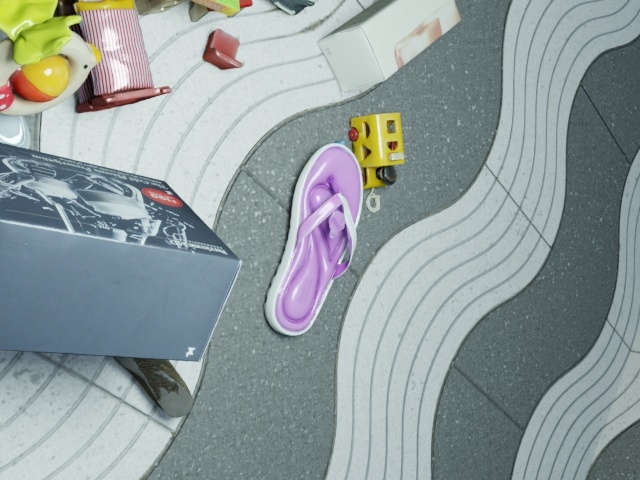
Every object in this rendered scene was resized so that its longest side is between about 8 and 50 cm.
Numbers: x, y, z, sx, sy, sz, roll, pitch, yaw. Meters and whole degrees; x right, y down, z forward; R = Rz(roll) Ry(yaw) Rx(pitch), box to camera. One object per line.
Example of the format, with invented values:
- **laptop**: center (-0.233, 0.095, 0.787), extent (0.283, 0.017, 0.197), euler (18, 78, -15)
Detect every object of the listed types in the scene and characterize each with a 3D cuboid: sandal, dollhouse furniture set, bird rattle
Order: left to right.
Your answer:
- **bird rattle**: center (-0.416, -0.228, 0.974), extent (0.253, 0.143, 0.207), euler (-47, 164, 14)
- **dollhouse furniture set**: center (-0.255, -0.359, 1.211), extent (0.374, 0.152, 0.201), euler (-22, 105, -36)
- **sandal**: center (0.012, 0.004, 1.451), extent (0.170, 0.102, 0.415), euler (19, 85, -35)

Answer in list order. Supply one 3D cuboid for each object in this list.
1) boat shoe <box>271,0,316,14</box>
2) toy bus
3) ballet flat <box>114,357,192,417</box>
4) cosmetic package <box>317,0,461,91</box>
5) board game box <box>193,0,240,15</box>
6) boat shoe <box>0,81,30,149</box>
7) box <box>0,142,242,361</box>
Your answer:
- **boat shoe**: center (-0.128, -0.539, 1.347), extent (0.303, 0.091, 0.114), euler (31, 49, -33)
- **toy bus**: center (0.137, -0.191, 1.564), extent (0.202, 0.104, 0.190), euler (42, 66, -31)
- **ballet flat**: center (-0.310, 0.212, 1.252), extent (0.084, 0.058, 0.249), euler (-35, 108, -10)
- **cosmetic package**: center (0.157, -0.464, 1.544), extent (0.296, 0.153, 0.129), euler (-41, 115, -29)
- **board game box**: center (-0.234, -0.463, 1.134), extent (0.259, 0.039, 0.124), euler (3, 79, -57)
- **boat shoe**: center (-0.509, -0.231, 1.054), extent (0.079, 0.081, 0.227), euler (-36, 112, -33)
- **box**: center (-0.348, 0.012, 1.018), extent (0.343, 0.312, 0.178), euler (11, 110, -39)
